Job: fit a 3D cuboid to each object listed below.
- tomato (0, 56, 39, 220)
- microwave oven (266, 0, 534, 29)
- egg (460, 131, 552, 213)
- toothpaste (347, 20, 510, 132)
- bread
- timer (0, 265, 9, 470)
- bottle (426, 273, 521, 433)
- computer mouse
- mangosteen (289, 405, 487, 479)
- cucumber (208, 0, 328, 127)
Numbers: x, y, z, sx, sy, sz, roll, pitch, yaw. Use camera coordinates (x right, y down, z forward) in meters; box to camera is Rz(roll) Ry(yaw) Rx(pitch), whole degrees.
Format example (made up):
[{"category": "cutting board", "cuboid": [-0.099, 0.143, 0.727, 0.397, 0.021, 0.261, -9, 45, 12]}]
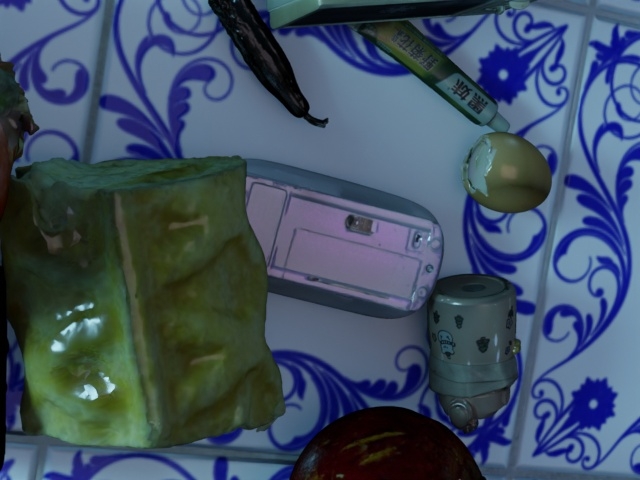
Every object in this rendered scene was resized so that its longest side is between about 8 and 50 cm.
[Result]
[{"category": "tomato", "cuboid": [-0.384, -0.087, 0.905, 0.321, 0.321, 0.322, -3, 98, -20]}, {"category": "microwave oven", "cuboid": [0.074, -0.297, 1.121, 0.240, 0.145, 0.194, -8, 92, -21]}, {"category": "egg", "cuboid": [0.191, -0.066, 1.235, 0.096, 0.080, 0.080, 18, 91, -19]}, {"category": "toothpaste", "cuboid": [0.112, -0.171, 1.219, 0.204, 0.031, 0.049, 38, 79, -18]}, {"category": "bread", "cuboid": [-0.159, 0.053, 1.060, 0.238, 0.196, 0.252, -5, 100, -37]}, {"category": "timer", "cuboid": [-0.318, 0.103, 1.034, 0.055, 0.144, 0.188, -4, 99, -44]}, {"category": "bottle", "cuboid": [0.155, 0.116, 1.244, 0.098, 0.099, 0.152, -11, 107, -19]}, {"category": "computer mouse", "cuboid": [0.000, 0.000, 1.184, 0.245, 0.056, 0.126, 13, 93, -14]}, {"category": "mangosteen", "cuboid": [0.038, 0.275, 1.174, 0.257, 0.215, 0.215, -21, 107, 20]}, {"category": "cucumber", "cuboid": [-0.049, -0.172, 1.158, 0.163, 0.043, 0.039, 57, 35, -20]}]
